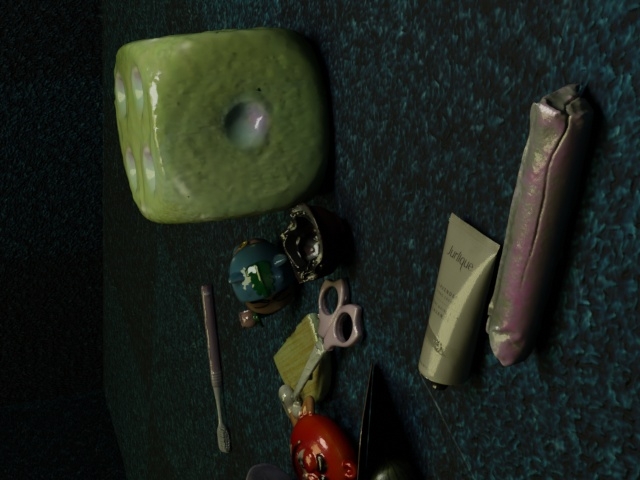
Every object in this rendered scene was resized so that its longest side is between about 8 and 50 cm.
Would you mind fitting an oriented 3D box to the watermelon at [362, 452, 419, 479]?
[{"bbox_3d":[0.086,0.310,1.230,0.078,0.078,0.111,-137,46,-59],"label":"watermelon"}]

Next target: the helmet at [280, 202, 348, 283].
[{"bbox_3d":[0.000,0.000,1.353,0.098,0.070,0.123,66,147,24],"label":"helmet"}]

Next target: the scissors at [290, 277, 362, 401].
[{"bbox_3d":[0.003,0.151,1.407,0.110,0.021,0.212,59,136,41],"label":"scissors"}]

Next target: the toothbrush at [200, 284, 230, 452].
[{"bbox_3d":[-0.215,0.267,2.076,0.029,0.024,0.354,5,102,63],"label":"toothbrush"}]

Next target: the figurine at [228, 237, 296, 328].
[{"bbox_3d":[-0.090,0.062,1.583,0.178,0.114,0.145,-124,24,-71],"label":"figurine"}]

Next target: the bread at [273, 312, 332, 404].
[{"bbox_3d":[-0.015,0.190,1.512,0.112,0.036,0.193,68,154,19],"label":"bread"}]

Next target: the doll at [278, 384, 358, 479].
[{"bbox_3d":[-0.004,0.314,1.451,0.217,0.085,0.183,27,132,64],"label":"doll"}]

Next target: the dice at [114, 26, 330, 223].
[{"bbox_3d":[-0.141,-0.162,1.408,0.249,0.254,0.252,-160,64,-67],"label":"dice"}]

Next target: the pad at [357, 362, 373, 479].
[{"bbox_3d":[0.053,0.304,1.295,0.176,0.002,0.266,-72,-14,-65],"label":"pad"}]

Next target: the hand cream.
[{"bbox_3d":[0.141,0.073,1.045,0.087,0.054,0.186,42,129,54],"label":"hand cream"}]

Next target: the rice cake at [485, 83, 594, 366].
[{"bbox_3d":[0.188,-0.006,0.880,0.049,0.055,0.270,48,139,49],"label":"rice cake"}]

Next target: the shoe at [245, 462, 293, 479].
[{"bbox_3d":[-0.074,0.495,1.689,0.137,0.095,0.245,-35,71,64],"label":"shoe"}]
